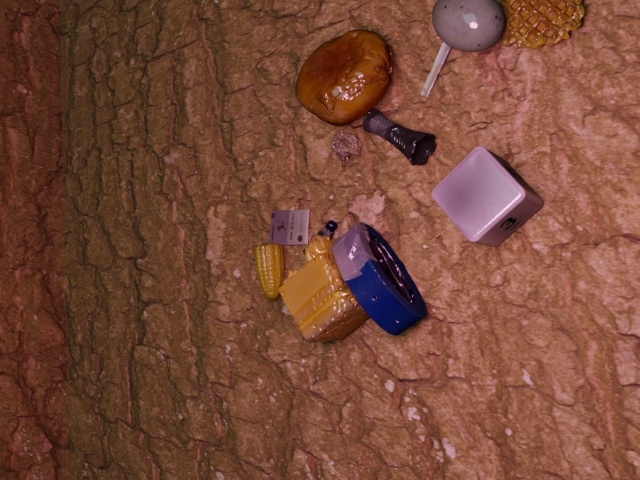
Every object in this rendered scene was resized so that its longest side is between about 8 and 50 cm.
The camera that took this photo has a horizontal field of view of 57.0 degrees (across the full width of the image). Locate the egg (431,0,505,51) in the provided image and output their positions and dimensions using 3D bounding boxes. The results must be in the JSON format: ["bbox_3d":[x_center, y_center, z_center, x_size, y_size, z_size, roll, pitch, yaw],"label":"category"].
[{"bbox_3d":[0.422,-0.635,1.698,0.169,0.169,0.236,-56,46,17],"label":"egg"}]

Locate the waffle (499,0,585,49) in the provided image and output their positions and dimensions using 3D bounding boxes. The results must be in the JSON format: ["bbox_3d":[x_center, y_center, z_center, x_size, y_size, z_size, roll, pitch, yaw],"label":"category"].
[{"bbox_3d":[0.611,-0.651,1.638,0.243,0.058,0.238,5,88,36],"label":"waffle"}]

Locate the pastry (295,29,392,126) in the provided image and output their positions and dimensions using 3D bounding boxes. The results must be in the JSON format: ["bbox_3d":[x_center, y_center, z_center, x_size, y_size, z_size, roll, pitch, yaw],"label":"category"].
[{"bbox_3d":[0.075,-0.530,1.901,0.356,0.163,0.356,-19,58,33],"label":"pastry"}]

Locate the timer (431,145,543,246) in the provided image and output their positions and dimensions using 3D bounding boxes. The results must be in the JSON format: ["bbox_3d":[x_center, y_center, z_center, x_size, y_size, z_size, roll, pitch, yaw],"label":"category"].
[{"bbox_3d":[0.456,-0.115,1.611,0.192,0.195,0.194,-46,61,22],"label":"timer"}]

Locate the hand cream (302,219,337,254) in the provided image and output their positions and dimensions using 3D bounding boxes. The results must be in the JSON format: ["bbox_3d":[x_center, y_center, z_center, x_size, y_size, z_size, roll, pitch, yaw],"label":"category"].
[{"bbox_3d":[0.000,0.000,2.018,0.062,0.039,0.163,52,119,26],"label":"hand cream"}]

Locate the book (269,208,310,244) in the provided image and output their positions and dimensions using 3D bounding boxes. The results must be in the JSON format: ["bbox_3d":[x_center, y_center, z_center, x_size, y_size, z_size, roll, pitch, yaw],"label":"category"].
[{"bbox_3d":[-0.112,-0.047,2.100,0.181,0.014,0.127,0,84,40],"label":"book"}]

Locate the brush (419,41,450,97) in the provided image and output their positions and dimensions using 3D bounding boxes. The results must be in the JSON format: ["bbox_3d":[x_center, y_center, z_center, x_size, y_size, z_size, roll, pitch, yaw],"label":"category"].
[{"bbox_3d":[0.358,-0.528,1.823,0.033,0.030,0.179,30,113,17],"label":"brush"}]

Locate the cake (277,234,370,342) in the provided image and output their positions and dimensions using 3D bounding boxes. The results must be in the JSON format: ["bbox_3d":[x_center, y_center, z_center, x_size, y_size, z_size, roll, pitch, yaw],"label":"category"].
[{"bbox_3d":[0.018,0.150,1.877,0.227,0.222,0.286,-43,64,22],"label":"cake"}]

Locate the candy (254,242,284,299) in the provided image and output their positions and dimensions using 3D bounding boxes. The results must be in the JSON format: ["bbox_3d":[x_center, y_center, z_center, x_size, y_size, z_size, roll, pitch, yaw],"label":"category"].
[{"bbox_3d":[-0.179,0.110,2.089,0.094,0.106,0.199,-10,84,53],"label":"candy"}]

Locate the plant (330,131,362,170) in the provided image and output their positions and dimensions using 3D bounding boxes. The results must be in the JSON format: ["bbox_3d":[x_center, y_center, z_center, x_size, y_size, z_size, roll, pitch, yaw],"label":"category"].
[{"bbox_3d":[0.083,-0.298,1.977,0.117,0.104,0.122,-97,11,-53],"label":"plant"}]

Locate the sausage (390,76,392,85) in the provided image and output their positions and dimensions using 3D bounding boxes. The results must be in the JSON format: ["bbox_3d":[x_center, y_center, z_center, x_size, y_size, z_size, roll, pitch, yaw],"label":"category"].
[{"bbox_3d":[0.183,-0.514,1.939,0.107,0.031,0.031,-4,83,34],"label":"sausage"}]

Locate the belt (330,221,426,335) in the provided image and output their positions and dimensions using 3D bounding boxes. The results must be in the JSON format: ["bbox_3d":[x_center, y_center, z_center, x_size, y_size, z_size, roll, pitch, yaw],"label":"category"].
[{"bbox_3d":[0.173,0.114,1.777,0.117,0.212,0.347,-41,69,27],"label":"belt"}]

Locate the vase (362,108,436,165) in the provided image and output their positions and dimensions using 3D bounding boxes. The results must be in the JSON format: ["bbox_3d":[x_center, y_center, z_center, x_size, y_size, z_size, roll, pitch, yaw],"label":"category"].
[{"bbox_3d":[0.239,-0.331,1.846,0.237,0.115,0.115,39,107,36],"label":"vase"}]
